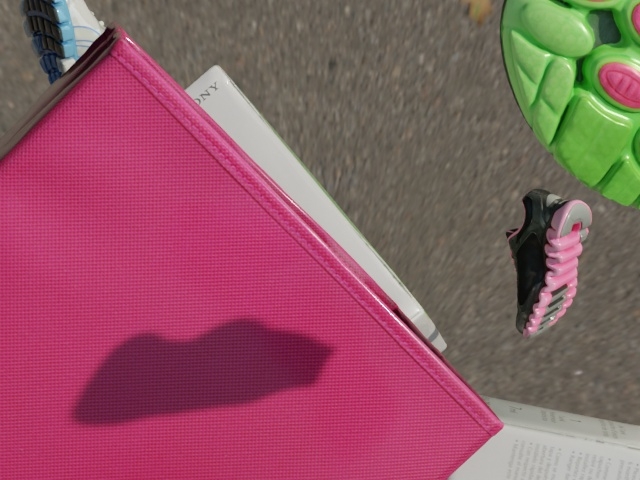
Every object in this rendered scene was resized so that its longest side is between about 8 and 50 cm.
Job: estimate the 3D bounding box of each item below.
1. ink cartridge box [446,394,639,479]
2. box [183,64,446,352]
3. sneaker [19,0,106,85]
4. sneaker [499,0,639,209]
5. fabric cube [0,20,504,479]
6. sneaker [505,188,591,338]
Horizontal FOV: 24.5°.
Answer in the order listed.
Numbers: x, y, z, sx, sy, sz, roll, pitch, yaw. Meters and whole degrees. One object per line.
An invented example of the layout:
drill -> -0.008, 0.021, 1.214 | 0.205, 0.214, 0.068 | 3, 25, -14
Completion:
ink cartridge box -> 0.182, 0.257, 0.975 | 0.239, 0.060, 0.275 | 11, 101, 3
box -> 0.000, 0.000, 1.163 | 0.058, 0.322, 0.232 | -39, 78, -1
sneaker -> -0.173, -0.142, 1.150 | 0.083, 0.071, 0.191 | -27, 117, -24
sneaker -> 0.320, -0.128, 1.392 | 0.483, 0.202, 0.185 | 32, 109, -37
fabric cube -> -0.106, 0.068, 0.770 | 0.258, 0.259, 0.254 | -45, 103, 2
sneaker -> 0.159, 0.015, 1.085 | 0.057, 0.047, 0.119 | 31, 124, 34
